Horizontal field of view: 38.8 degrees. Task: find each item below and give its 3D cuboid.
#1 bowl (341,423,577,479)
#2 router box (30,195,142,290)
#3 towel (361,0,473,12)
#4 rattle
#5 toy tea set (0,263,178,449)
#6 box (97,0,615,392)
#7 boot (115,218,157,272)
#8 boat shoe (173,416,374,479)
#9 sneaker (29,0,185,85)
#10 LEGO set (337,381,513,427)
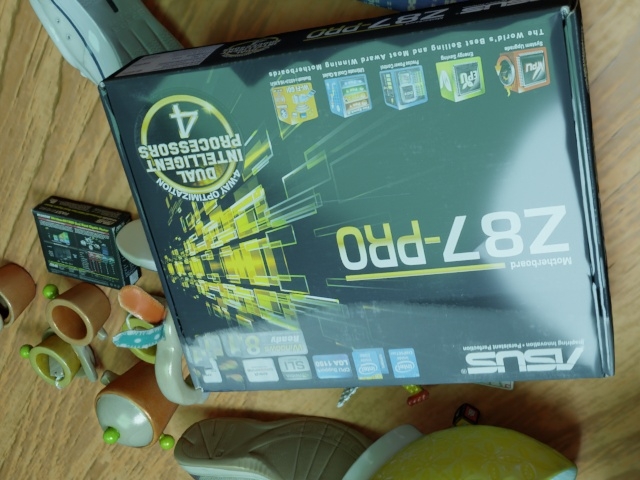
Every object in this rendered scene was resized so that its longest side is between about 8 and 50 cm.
[{"bbox_3d":[0.108,0.284,0.934,0.156,0.290,0.289,42,136,29],"label":"bowl"},{"bbox_3d":[-0.280,0.003,1.092,0.123,0.038,0.092,12,126,22],"label":"router box"},{"bbox_3d":[-0.005,-0.314,0.722,0.336,0.040,0.243,19,129,17],"label":"towel"},{"bbox_3d":[-0.121,0.118,0.994,0.143,0.130,0.199,26,157,27],"label":"rattle"},{"bbox_3d":[-0.320,0.150,1.156,0.336,0.124,0.200,13,126,22],"label":"toy tea set"},{"bbox_3d":[0.038,-0.027,0.790,0.395,0.097,0.318,-4,116,19],"label":"box"},{"bbox_3d":[-0.142,0.034,1.018,0.190,0.069,0.086,15,143,30],"label":"boot"},{"bbox_3d":[-0.044,0.280,1.113,0.285,0.102,0.092,-1,133,26],"label":"boat shoe"},{"bbox_3d":[-0.195,-0.180,0.900,0.091,0.094,0.258,-14,110,55],"label":"sneaker"},{"bbox_3d":[0.105,0.109,0.919,0.183,0.060,0.244,9,132,18],"label":"LEGO set"}]
